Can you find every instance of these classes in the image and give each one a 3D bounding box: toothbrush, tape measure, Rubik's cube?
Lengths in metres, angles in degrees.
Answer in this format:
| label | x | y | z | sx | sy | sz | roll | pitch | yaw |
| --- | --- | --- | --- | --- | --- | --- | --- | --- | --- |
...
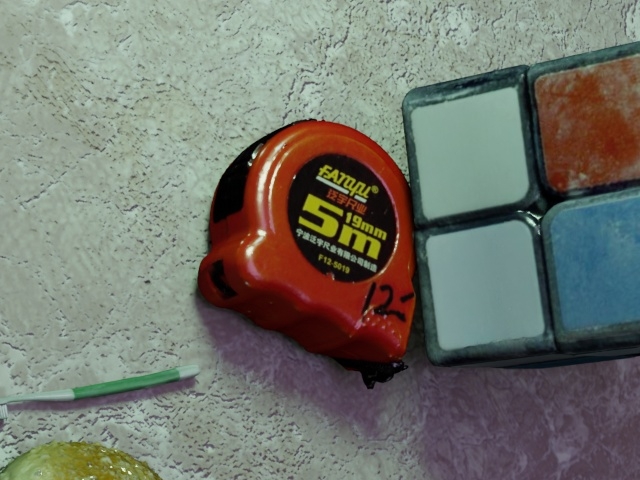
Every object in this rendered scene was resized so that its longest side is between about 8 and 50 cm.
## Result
| label | x | y | z | sx | sy | sz | roll | pitch | yaw |
| --- | --- | --- | --- | --- | --- | --- | --- | --- | --- |
| toothbrush | -0.232 | 0.152 | 1.542 | 0.257 | 0.018 | 0.024 | -9 | 88 | -35 |
| tape measure | -0.001 | 0.000 | 1.679 | 0.253 | 0.114 | 0.260 | 27 | 62 | -27 |
| Rubik's cube | 0.303 | -0.025 | 1.716 | 0.318 | 0.316 | 0.313 | 9 | 74 | -60 |

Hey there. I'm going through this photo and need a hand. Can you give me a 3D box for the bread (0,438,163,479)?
| label | x | y | z | sx | sy | sz | roll | pitch | yaw |
| --- | --- | --- | --- | --- | --- | --- | --- | --- | --- |
| bread | -0.181 | 0.315 | 1.379 | 0.159 | 0.305 | 0.305 | -27 | 97 | 6 |
